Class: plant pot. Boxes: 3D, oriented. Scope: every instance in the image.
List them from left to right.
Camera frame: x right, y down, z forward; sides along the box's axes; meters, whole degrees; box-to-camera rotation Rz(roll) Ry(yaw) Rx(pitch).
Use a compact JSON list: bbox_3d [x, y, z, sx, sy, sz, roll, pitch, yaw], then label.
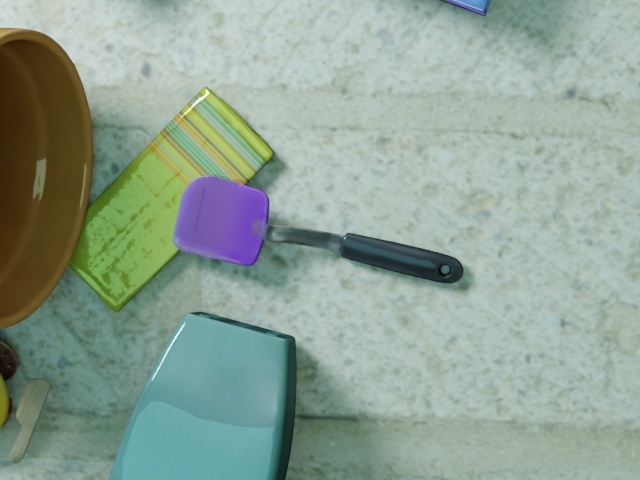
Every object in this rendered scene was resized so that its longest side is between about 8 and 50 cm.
[{"bbox_3d":[-0.381,-0.072,1.732,0.203,0.291,0.291,9,96,21],"label":"plant pot"},{"bbox_3d":[-0.109,0.195,1.779,0.165,0.165,0.234,14,89,4],"label":"plant pot"}]

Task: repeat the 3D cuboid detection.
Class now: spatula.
[{"bbox_3d":[0.000,0.000,1.803,0.296,0.030,0.084,12,101,-2],"label":"spatula"}]

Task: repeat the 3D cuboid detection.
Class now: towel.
[{"bbox_3d":[-0.163,-0.042,1.830,0.237,0.021,0.102,-45,86,8],"label":"towel"}]

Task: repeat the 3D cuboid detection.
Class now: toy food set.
[{"bbox_3d":[-0.378,0.140,1.850,0.217,0.071,0.128,20,121,6],"label":"toy food set"}]

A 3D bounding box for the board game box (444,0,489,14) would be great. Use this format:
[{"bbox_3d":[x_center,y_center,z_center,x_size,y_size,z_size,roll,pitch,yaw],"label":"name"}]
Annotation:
[{"bbox_3d":[0.040,-0.389,1.746,0.347,0.078,0.233,21,97,4],"label":"board game box"}]
